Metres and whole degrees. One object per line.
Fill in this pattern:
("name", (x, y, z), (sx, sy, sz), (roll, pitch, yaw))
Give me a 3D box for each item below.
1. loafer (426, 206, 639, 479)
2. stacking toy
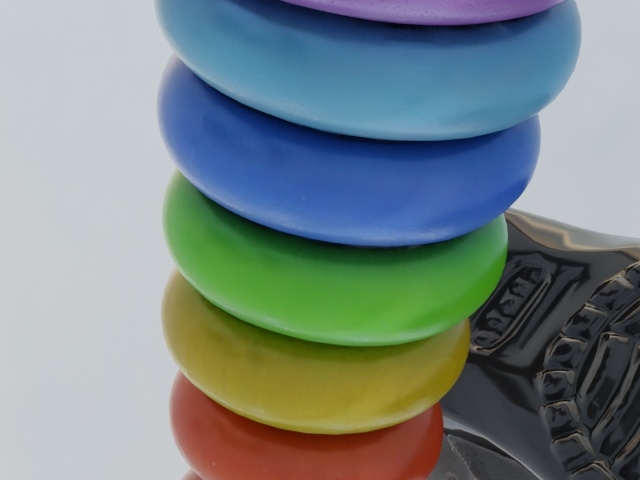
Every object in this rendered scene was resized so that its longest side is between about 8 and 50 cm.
("loafer", (0.123, 0.074, 0.726), (0.134, 0.130, 0.366), (-45, -138, -19))
("stacking toy", (0.000, 0.000, 0.567), (0.141, 0.141, 0.330), (40, -49, 42))
